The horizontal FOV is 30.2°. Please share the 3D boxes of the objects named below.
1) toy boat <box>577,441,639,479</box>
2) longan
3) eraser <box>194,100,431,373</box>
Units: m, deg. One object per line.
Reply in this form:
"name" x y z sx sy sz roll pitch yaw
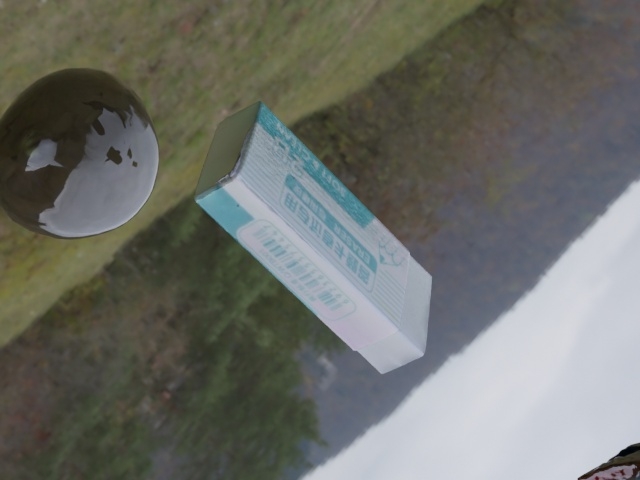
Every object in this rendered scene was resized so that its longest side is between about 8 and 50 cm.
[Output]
"toy boat" 0.160 0.188 0.600 0.318 0.072 0.219 -35 -162 -3
"longan" -0.245 -0.085 1.189 0.189 0.189 0.189 -49 178 -3
"eraser" 0.000 0.000 0.924 0.052 0.225 0.095 -29 -148 31
